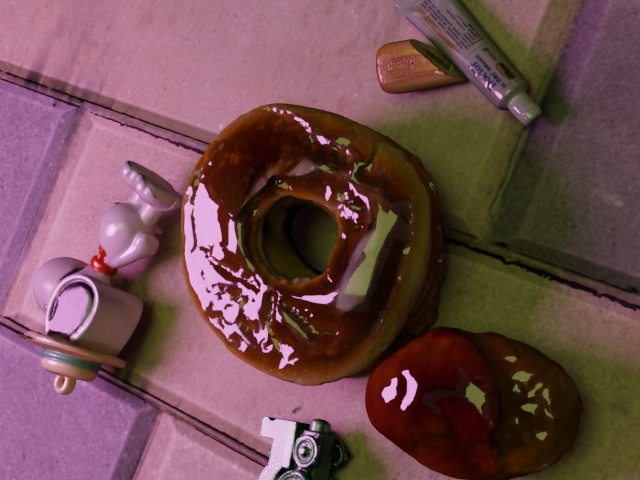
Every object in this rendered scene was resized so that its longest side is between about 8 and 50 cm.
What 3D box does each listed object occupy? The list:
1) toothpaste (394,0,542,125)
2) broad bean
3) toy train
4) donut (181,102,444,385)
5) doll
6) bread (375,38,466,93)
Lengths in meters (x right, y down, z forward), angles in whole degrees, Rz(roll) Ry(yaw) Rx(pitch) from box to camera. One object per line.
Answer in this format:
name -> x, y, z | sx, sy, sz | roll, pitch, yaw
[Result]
toothpaste -> 0.176, -0.224, 1.258 | 0.067, 0.037, 0.255 | -40, 60, 9
broad bean -> 0.155, 0.171, 1.125 | 0.228, 0.122, 0.156 | 8, 80, 34
toy train -> -0.032, 0.290, 1.234 | 0.104, 0.071, 0.178 | 3, 78, 38
donut -> 0.000, 0.000, 1.246 | 0.330, 0.160, 0.330 | 0, 90, 31
doll -> -0.278, 0.046, 1.390 | 0.271, 0.144, 0.208 | -42, 52, 20
bread -> 0.119, -0.210, 1.278 | 0.103, 0.049, 0.062 | -7, 95, 26
